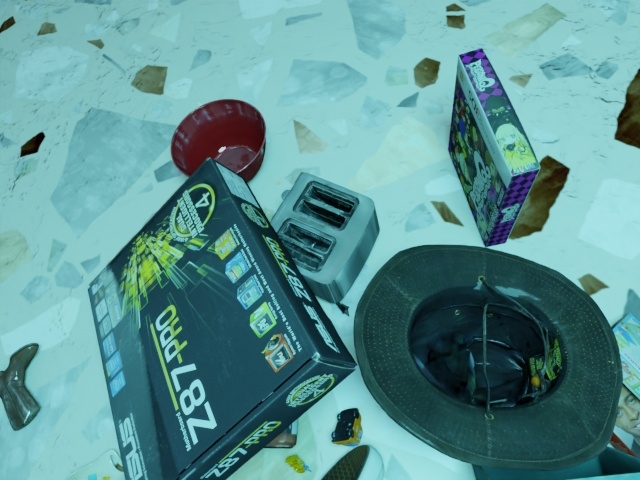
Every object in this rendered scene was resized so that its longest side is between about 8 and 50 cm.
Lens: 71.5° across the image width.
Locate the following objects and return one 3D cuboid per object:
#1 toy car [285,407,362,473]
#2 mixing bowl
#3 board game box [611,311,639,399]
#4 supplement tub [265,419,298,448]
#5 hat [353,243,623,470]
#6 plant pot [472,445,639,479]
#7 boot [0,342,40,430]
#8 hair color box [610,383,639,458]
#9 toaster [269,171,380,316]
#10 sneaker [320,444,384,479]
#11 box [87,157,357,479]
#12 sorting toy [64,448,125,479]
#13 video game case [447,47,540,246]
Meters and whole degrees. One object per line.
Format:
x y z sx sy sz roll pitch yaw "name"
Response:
0.011 0.294 0.651 0.122 0.060 0.040 -31 108 14 "toy car"
-0.178 -0.166 0.845 0.182 0.098 0.181 -4 65 9 "mixing bowl"
0.447 0.178 0.587 0.104 0.026 0.154 -18 58 -36 "board game box"
-0.080 0.200 0.660 0.106 0.106 0.197 -1 66 10 "supplement tub"
0.207 0.155 0.604 0.332 0.133 0.331 1 55 -1 "hat"
0.288 0.370 0.492 0.166 0.165 0.234 -10 74 6 "plant pot"
-0.499 0.248 0.754 0.106 0.037 0.114 -48 63 2 "boot"
0.414 0.245 0.583 0.072 0.043 0.141 -36 64 -6 "hair color box"
0.000 0.000 0.732 0.186 0.110 0.168 25 74 19 "toaster"
0.022 0.416 0.567 0.123 0.106 0.290 37 68 -9 "sneaker"
-0.174 0.112 0.636 0.318 0.097 0.394 -44 52 14 "box"
-0.326 0.363 0.671 0.083 0.044 0.075 30 67 21 "sorting toy"
0.250 -0.128 0.676 0.042 0.232 0.210 -14 65 6 "video game case"
